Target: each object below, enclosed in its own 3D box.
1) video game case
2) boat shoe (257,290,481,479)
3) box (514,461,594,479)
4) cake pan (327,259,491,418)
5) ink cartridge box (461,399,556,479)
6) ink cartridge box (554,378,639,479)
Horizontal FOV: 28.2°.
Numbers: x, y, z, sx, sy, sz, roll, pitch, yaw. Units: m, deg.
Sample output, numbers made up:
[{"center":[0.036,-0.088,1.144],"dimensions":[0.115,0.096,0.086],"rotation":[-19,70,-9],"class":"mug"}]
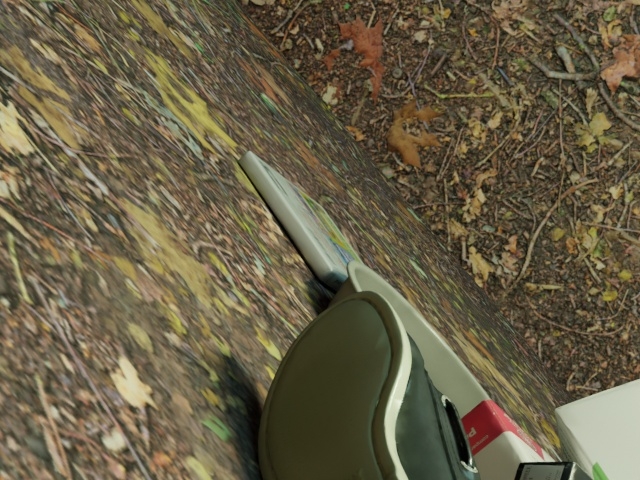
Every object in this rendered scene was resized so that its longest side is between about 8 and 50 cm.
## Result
[{"center":[0.000,0.000,1.567],"dimensions":[0.212,0.023,0.193],"rotation":[54,11,34],"class":"video game case"},{"center":[0.046,0.159,0.815],"dimensions":[0.113,0.127,0.340],"rotation":[46,11,-25],"class":"boat shoe"},{"center":[0.198,0.287,0.916],"dimensions":[0.220,0.051,0.175],"rotation":[43,55,-32],"class":"box"},{"center":[0.109,0.148,1.378],"dimensions":[0.293,0.054,0.293],"rotation":[48,9,-10],"class":"cake pan"},{"center":[0.199,0.279,1.123],"dimensions":[0.172,0.100,0.237],"rotation":[44,10,-30],"class":"ink cartridge box"},{"center":[0.340,0.313,1.282],"dimensions":[0.201,0.117,0.278],"rotation":[-116,-171,-58],"class":"ink cartridge box"}]
